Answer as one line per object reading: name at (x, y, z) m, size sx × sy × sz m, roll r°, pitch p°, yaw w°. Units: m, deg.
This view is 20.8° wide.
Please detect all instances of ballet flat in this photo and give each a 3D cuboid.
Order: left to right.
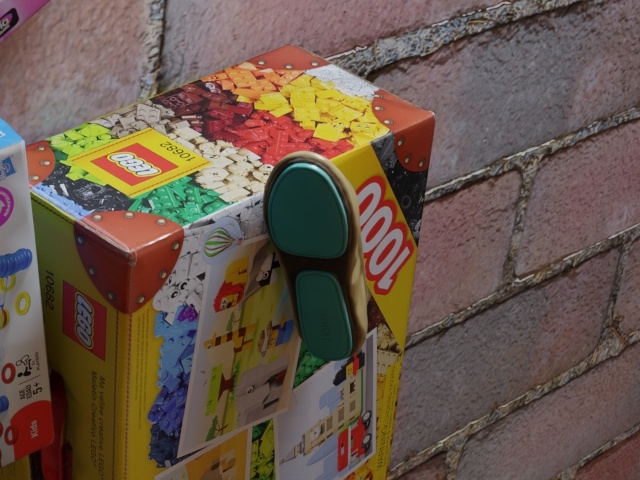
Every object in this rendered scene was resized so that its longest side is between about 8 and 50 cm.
ballet flat at (0.000, 0.000, 1.442) m, size 0.073 × 0.080 × 0.232 m, roll -69°, pitch 161°, yaw -44°

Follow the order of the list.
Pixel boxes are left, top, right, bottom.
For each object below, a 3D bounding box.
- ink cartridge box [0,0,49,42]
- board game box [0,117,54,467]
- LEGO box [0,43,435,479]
ink cartridge box at (-0.235, -0.288, 1.181) m, size 0.176 × 0.069 × 0.371 m, roll -44°, pitch 155°, yaw -18°
board game box at (-0.360, 0.080, 1.310) m, size 0.302 × 0.086 × 0.308 m, roll -25°, pitch 133°, yaw -29°
LEGO box at (-0.107, 0.117, 1.611) m, size 0.372 × 0.193 × 0.500 m, roll -27°, pitch 135°, yaw -40°
